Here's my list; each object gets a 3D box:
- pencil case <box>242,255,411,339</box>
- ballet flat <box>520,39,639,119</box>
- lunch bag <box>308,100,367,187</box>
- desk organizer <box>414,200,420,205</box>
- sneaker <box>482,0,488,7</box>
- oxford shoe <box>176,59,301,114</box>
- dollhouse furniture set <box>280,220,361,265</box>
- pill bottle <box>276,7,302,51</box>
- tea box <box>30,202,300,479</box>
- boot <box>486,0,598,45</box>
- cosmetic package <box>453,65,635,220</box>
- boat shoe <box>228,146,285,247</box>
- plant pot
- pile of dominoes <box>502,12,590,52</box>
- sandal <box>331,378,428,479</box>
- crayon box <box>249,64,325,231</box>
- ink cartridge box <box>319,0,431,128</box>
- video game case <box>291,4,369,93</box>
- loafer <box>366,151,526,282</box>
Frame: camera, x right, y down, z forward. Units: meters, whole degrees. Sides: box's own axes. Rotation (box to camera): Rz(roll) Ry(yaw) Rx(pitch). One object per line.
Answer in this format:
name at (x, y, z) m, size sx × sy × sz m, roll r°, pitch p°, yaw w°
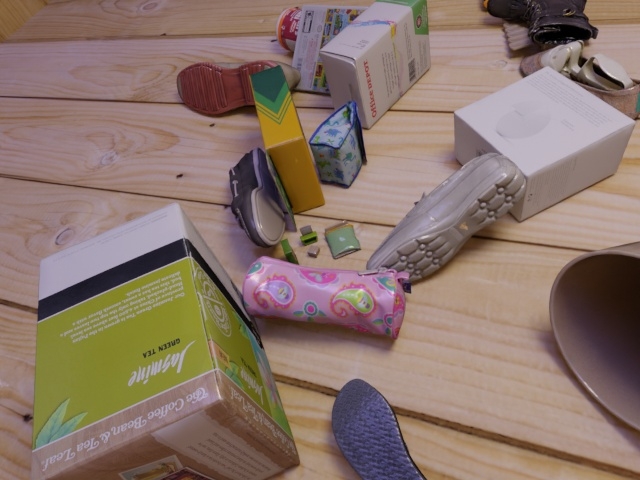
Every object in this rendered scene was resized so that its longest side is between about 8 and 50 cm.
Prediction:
pencil case at (0.010, 0.094, 0.812) m, size 0.285 × 0.124 × 0.124 m, roll 5°, pitch 56°, yaw 16°
ballet flat at (0.579, -0.376, 1.023) m, size 0.108 × 0.106 × 0.316 m, roll -32°, pitch 52°, yaw -9°
lunch bag at (0.054, -0.217, 1.040) m, size 0.097 × 0.128 × 0.151 m, roll 14°, pitch 57°, yaw 24°
desk organizer at (0.257, -0.064, 0.915) m, size 0.130 × 0.050 × 0.047 m, roll -18°, pitch 51°, yaw 3°
sneaker at (0.558, -0.687, 1.288) m, size 0.215 × 0.084 × 0.083 m, roll 9°, pitch 69°, yaw 27°
oxford shoe at (-0.239, -0.440, 1.320) m, size 0.398 × 0.140 × 0.146 m, roll 10°, pitch 27°, yaw 28°
dollhouse furniture set at (0.000, 0.000, 0.936) m, size 0.152 × 0.058 × 0.076 m, roll -21°, pitch 52°, yaw 0°
pill bottle at (-0.016, -0.603, 1.355) m, size 0.221 × 0.121 × 0.121 m, roll 29°, pitch 66°, yaw 32°
tea box at (-0.213, 0.187, 0.684) m, size 0.220 × 0.328 × 0.323 m, roll -23°, pitch 52°, yaw -2°
boot at (0.535, -0.554, 1.136) m, size 0.263 × 0.091 × 0.228 m, roll 9°, pitch 49°, yaw 22°
cosmetic package at (0.422, -0.195, 0.910) m, size 0.225 × 0.138 × 0.224 m, roll -27°, pitch 52°, yaw -3°
boat shoe at (-0.149, -0.084, 1.008) m, size 0.096 × 0.112 × 0.335 m, roll -30°, pitch 37°, yaw 15°
plant pot at (0.516, 0.094, 0.622) m, size 0.274 × 0.256 × 0.256 m, roll -18°, pitch 49°, yaw -18°
pile of dominoes at (0.587, -0.555, 1.215) m, size 0.196 × 0.040 × 0.251 m, roll -2°, pitch 45°, yaw 15°
sandal at (0.098, 0.326, 0.674) m, size 0.097 × 0.054 × 0.254 m, roll -33°, pitch 61°, yaw 0°
crayon box at (-0.070, -0.208, 1.021) m, size 0.083 × 0.203 × 0.322 m, roll -17°, pitch 52°, yaw 3°
ink cartridge box at (0.144, -0.446, 1.140) m, size 0.117 × 0.201 × 0.278 m, roll 30°, pitch 67°, yaw 33°
video game case at (0.023, -0.516, 1.253) m, size 0.207 × 0.026 × 0.226 m, roll 16°, pitch 100°, yaw 26°
loafer at (0.213, -0.035, 0.837) m, size 0.320 × 0.112 × 0.111 m, roll -38°, pitch 35°, yaw 13°
